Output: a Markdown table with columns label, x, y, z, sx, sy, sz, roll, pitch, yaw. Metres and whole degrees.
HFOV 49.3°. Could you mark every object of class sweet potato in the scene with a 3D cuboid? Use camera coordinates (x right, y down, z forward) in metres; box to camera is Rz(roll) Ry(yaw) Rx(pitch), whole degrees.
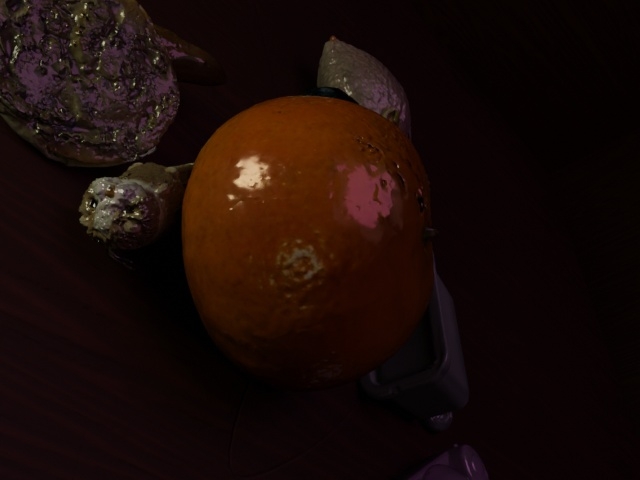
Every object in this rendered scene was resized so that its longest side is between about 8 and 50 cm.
| label | x | y | z | sx | sy | sz | roll | pitch | yaw |
| --- | --- | --- | --- | --- | --- | --- | --- | --- | --- |
| sweet potato | -0.293 | -0.288 | 1.059 | 0.341 | 0.092 | 0.114 | -6 | 57 | -47 |

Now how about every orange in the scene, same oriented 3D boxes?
| label | x | y | z | sx | sy | sz | roll | pitch | yaw |
| --- | --- | --- | --- | --- | --- | --- | --- | --- | --- |
| orange | 0.000 | 0.000 | 0.975 | 0.424 | 0.326 | 0.424 | -9 | 90 | -75 |

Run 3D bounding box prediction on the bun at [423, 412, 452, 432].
| label | x | y | z | sx | sy | sz | roll | pitch | yaw |
| --- | --- | --- | --- | --- | --- | --- | --- | --- | --- |
| bun | 0.232 | 0.341 | 1.387 | 0.083 | 0.045 | 0.083 | 36 | 35 | -30 |

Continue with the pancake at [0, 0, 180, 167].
| label | x | y | z | sx | sy | sz | roll | pitch | yaw |
| --- | --- | --- | --- | --- | --- | --- | --- | --- | --- |
| pancake | -0.315 | -0.227 | 0.917 | 0.282 | 0.049 | 0.282 | 4 | 83 | -39 |

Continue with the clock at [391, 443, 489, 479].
| label | x | y | z | sx | sy | sz | roll | pitch | yaw |
| --- | --- | --- | --- | --- | --- | --- | --- | --- | --- |
| clock | 0.222 | 0.522 | 1.135 | 0.295 | 0.113 | 0.322 | -1 | 66 | -59 |

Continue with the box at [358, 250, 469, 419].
| label | x | y | z | sx | sy | sz | roll | pitch | yaw |
| --- | --- | --- | --- | --- | --- | --- | --- | --- | --- |
| box | 0.182 | 0.183 | 1.338 | 0.182 | 0.175 | 0.312 | 47 | 29 | -39 |

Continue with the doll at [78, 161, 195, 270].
| label | x | y | z | sx | sy | sz | roll | pitch | yaw |
| --- | --- | --- | --- | --- | --- | --- | --- | --- | --- |
| doll | -0.235 | -0.052 | 0.926 | 0.221 | 0.105 | 0.115 | -66 | 156 | -63 |

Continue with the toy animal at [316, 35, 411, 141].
| label | x | y | z | sx | sy | sz | roll | pitch | yaw |
| --- | --- | --- | --- | --- | --- | --- | --- | --- | --- |
| toy animal | 0.103 | -0.315 | 1.637 | 0.358 | 0.188 | 0.226 | 57 | 24 | -5 |

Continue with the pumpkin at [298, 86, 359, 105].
| label | x | y | z | sx | sy | sz | roll | pitch | yaw |
| --- | --- | --- | --- | --- | --- | --- | --- | --- | --- |
| pumpkin | 0.029 | -0.206 | 1.438 | 0.233 | 0.163 | 0.233 | 45 | 20 | -22 |
